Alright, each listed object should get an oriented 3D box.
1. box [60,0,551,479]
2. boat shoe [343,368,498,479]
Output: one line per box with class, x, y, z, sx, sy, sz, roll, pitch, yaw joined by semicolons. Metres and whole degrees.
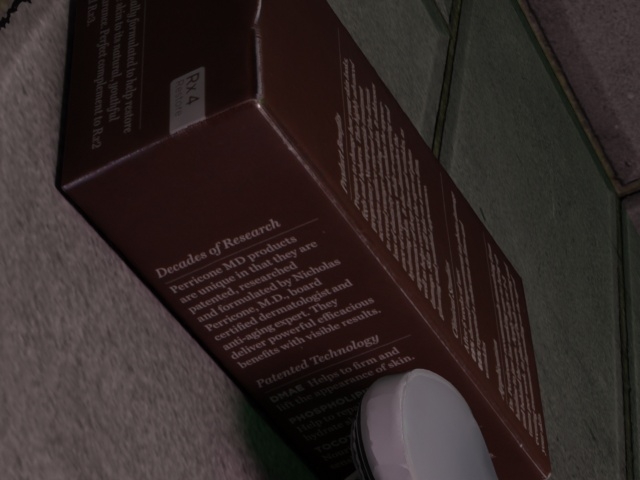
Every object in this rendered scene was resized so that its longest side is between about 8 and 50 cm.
box;0.000;0.000;1.216;0.381;0.143;0.191;54;23;-38
boat shoe;0.060;0.180;1.191;0.306;0.105;0.113;55;33;-54
